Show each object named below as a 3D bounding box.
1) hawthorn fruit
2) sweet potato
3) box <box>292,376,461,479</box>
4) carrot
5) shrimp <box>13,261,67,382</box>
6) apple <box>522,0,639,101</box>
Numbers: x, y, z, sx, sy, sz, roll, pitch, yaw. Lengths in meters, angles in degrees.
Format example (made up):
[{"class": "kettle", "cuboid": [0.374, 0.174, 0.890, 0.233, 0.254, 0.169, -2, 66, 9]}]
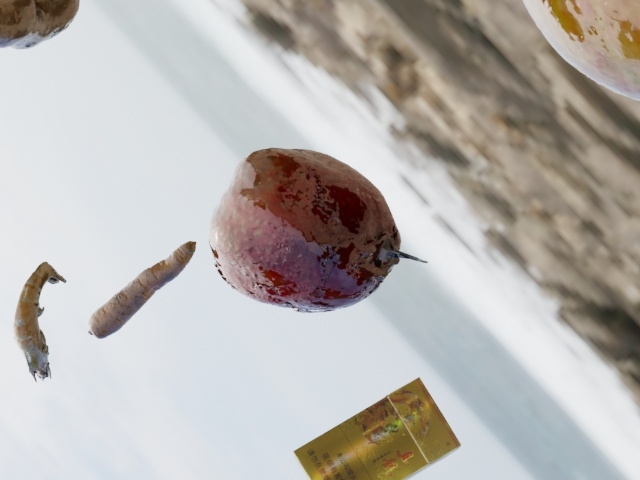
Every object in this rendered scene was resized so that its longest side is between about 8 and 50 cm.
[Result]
[{"class": "hawthorn fruit", "cuboid": [0.000, 0.000, 1.788, 0.235, 0.181, 0.181, 22, 170, 21]}, {"class": "sweet potato", "cuboid": [-0.271, -0.198, 1.543, 0.051, 0.065, 0.218, 36, -159, 5]}, {"class": "box", "cuboid": [0.059, 0.217, 1.790, 0.089, 0.156, 0.022, 60, 172, 13]}, {"class": "carrot", "cuboid": [-0.204, 0.055, 1.983, 0.035, 0.165, 0.035, 48, -175, -5]}, {"class": "shrimp", "cuboid": [-0.230, 0.067, 1.439, 0.023, 0.083, 0.114, 11, 139, 13]}, {"class": "apple", "cuboid": [0.360, -0.328, 1.607, 0.400, 0.400, 0.333, 47, 167, 49]}]
